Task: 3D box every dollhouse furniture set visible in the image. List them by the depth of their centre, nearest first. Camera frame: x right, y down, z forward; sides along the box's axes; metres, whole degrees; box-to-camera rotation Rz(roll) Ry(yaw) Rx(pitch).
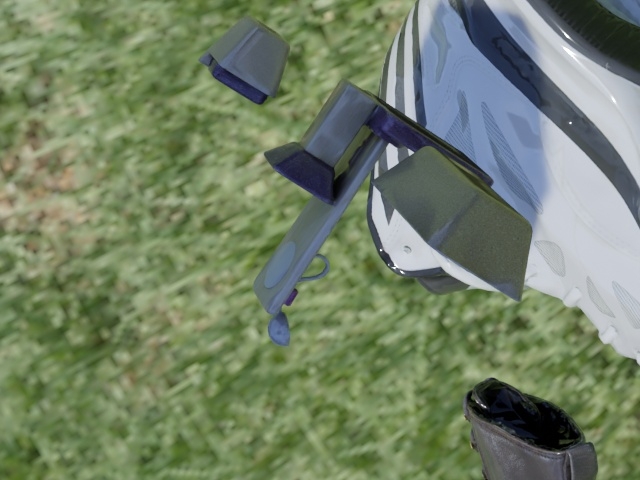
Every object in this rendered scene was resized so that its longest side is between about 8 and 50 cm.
[{"bbox_3d":[0.000,0.000,0.569,0.091,0.114,0.081,31,98,-21],"label":"dollhouse furniture set"}]

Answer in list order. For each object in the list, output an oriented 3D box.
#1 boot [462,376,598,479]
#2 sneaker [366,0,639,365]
[{"bbox_3d":[0.146,0.201,1.375,0.263,0.091,0.229,13,122,65],"label":"boot"},{"bbox_3d":[0.189,0.005,1.265,0.447,0.169,0.257,60,142,20],"label":"sneaker"}]
